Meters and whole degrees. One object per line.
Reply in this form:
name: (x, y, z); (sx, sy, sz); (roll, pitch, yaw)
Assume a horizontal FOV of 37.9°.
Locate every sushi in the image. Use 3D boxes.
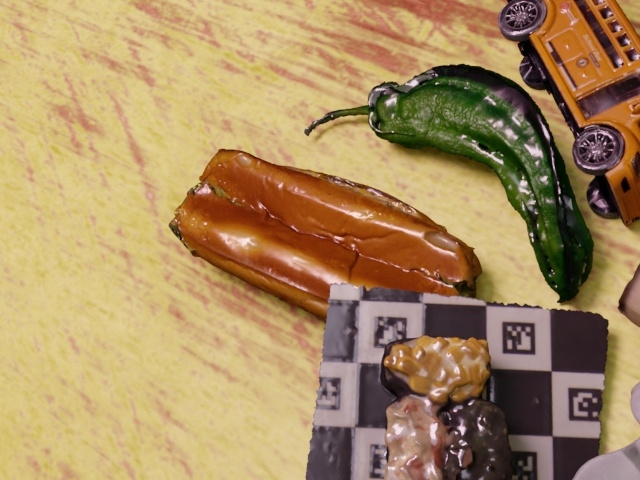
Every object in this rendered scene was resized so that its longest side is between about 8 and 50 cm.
sushi: (0.087, 0.135, 0.588); (0.192, 0.050, 0.215); (7, 75, 3)

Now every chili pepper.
chili pepper: (0.111, -0.072, 0.716); (0.279, 0.065, 0.122); (39, 107, 38)

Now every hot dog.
hot dog: (0.000, 0.000, 0.723); (0.269, 0.072, 0.115); (25, 81, 29)

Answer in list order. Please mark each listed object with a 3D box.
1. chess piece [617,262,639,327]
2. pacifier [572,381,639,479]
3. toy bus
chess piece: (0.315, 0.066, 0.528); (0.143, 0.143, 0.261); (-47, 63, -2)
pacifier: (0.210, 0.130, 0.539); (0.150, 0.116, 0.127); (-28, 31, -3)
toy bus: (0.203, -0.111, 0.680); (0.088, 0.083, 0.194); (-27, 59, 13)
